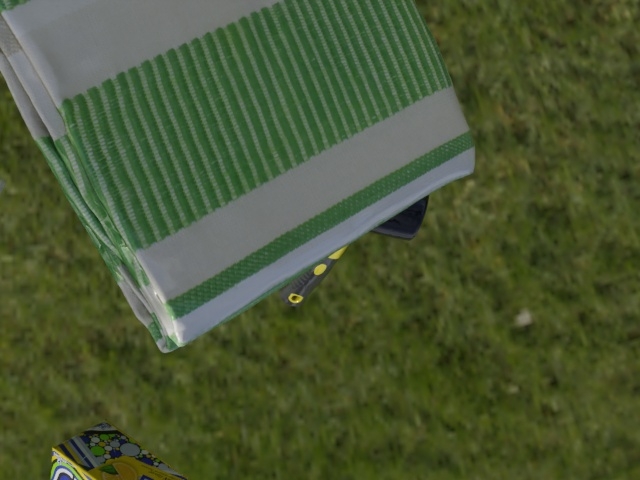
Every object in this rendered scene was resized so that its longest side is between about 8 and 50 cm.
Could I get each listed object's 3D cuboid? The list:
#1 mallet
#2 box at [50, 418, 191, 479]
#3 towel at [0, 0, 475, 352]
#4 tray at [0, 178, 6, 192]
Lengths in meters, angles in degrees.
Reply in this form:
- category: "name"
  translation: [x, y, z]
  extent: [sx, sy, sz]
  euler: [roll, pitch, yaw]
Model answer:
- category: "mallet"
  translation: [0.000, 0.000, 0.948]
  extent: [0.062, 0.039, 0.190]
  euler: [21, 153, -17]
- category: "box"
  translation: [-0.131, 0.208, 1.183]
  extent: [0.059, 0.169, 0.054]
  euler: [-26, 135, -44]
- category: "towel"
  translation: [-0.071, -0.134, 0.765]
  extent: [0.248, 0.325, 0.038]
  euler: [-31, 180, -36]
- category: "tray"
  translation: [-0.295, 0.064, 0.914]
  extent: [0.145, 0.270, 0.030]
  euler: [-29, 114, 40]
